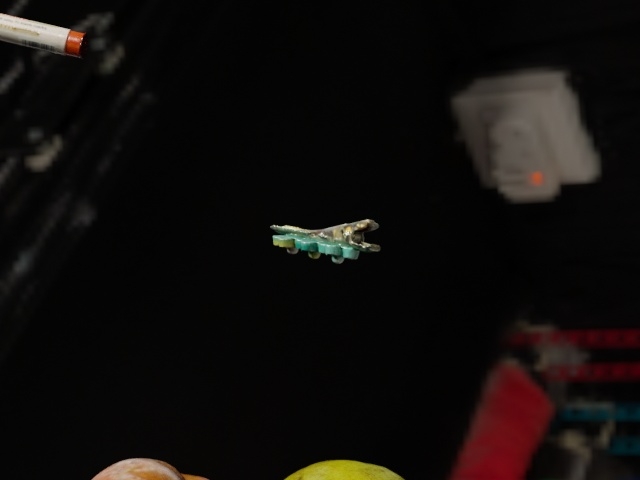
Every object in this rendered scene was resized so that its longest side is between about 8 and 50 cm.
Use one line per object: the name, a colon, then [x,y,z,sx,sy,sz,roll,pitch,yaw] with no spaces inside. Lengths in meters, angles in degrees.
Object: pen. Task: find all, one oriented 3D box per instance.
pen: [-0.318,-0.201,1.728,0.026,0.218,0.026,14,-90,-87]

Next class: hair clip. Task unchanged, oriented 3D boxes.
hair clip: [-0.001,0.001,2.074,0.049,0.173,0.049,-2,-88,-39]

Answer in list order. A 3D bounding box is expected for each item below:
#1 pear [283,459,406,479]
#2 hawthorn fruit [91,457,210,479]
pear: [0.028,0.408,2.468,0.307,0.253,0.253,137,135,-80]
hawthorn fruit: [-0.160,0.325,1.781,0.231,0.263,0.235,53,-157,-27]
